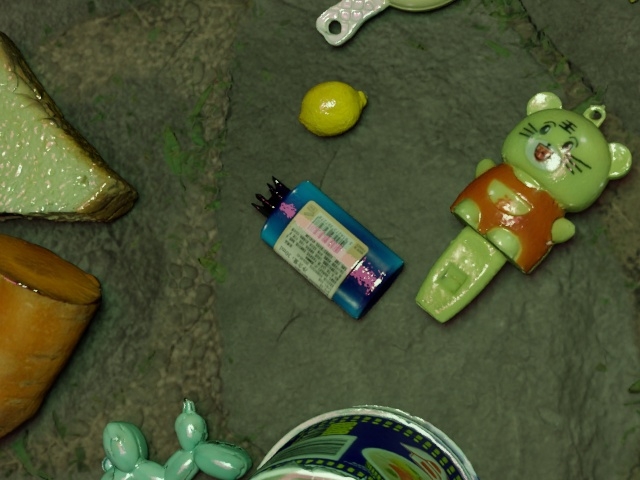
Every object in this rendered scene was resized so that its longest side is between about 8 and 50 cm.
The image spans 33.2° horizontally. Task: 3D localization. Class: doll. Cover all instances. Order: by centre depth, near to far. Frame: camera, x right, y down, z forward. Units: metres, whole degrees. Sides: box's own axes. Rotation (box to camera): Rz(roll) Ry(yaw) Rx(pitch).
[{"bbox_3d":[-0.177,0.257,1.206,0.159,0.059,0.158,-46,78,4],"label":"doll"}]

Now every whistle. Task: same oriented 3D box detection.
[{"bbox_3d":[0.206,-0.033,1.140,0.131,0.106,0.288,42,92,21],"label":"whistle"}]

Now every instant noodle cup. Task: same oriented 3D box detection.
[{"bbox_3d":[0.018,0.300,1.028,0.284,0.312,0.284,-1,82,11],"label":"instant noodle cup"}]

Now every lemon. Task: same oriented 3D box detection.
[{"bbox_3d":[0.014,-0.151,1.221,0.083,0.062,0.062,-18,79,-4],"label":"lemon"}]

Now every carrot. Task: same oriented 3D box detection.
[{"bbox_3d":[-0.357,0.124,1.234,0.159,0.159,0.225,25,101,14],"label":"carrot"}]

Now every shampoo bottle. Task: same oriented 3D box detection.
[{"bbox_3d":[0.000,0.000,1.208,0.183,0.050,0.087,40,94,14],"label":"shampoo bottle"}]

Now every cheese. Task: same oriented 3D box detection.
[{"bbox_3d":[0.090,-0.307,1.226,0.227,0.064,0.137,-40,75,6],"label":"cheese"}]

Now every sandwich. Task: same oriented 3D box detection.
[{"bbox_3d":[-0.395,-0.079,1.278,0.254,0.099,0.288,-43,76,-3],"label":"sandwich"}]

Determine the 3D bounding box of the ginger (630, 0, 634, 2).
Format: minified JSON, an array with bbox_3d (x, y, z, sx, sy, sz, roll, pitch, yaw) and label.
[{"bbox_3d":[0.386,-0.283,1.175,0.097,0.030,0.048,-30,76,8],"label":"ginger"}]
